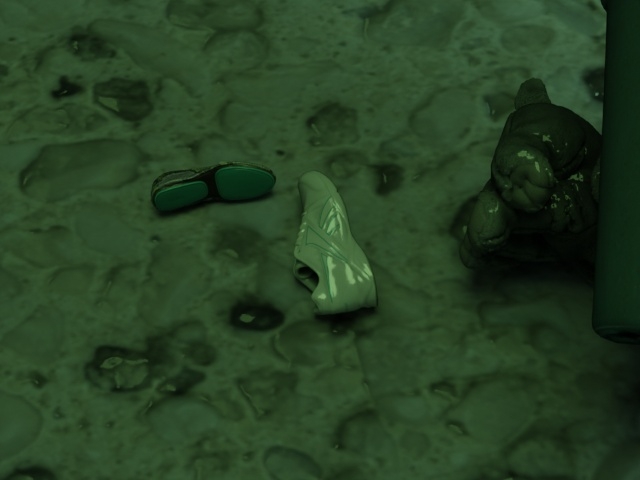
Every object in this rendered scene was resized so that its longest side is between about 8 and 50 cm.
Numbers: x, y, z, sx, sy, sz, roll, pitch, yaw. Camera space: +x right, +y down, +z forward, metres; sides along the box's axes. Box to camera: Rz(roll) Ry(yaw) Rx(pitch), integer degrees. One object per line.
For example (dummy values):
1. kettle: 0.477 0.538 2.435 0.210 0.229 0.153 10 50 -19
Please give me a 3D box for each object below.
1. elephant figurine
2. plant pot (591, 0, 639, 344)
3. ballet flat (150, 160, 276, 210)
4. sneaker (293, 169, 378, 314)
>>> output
1. elephant figurine: 0.249 -0.008 1.275 0.239 0.186 0.169 20 12 6
2. plant pot: 0.341 -0.077 1.090 0.341 0.341 0.334 8 84 10
3. ballet flat: -0.099 -0.056 1.393 0.114 0.041 0.041 -10 52 -5
4. sneaker: 0.000 0.000 1.330 0.061 0.053 0.152 -17 53 -6
